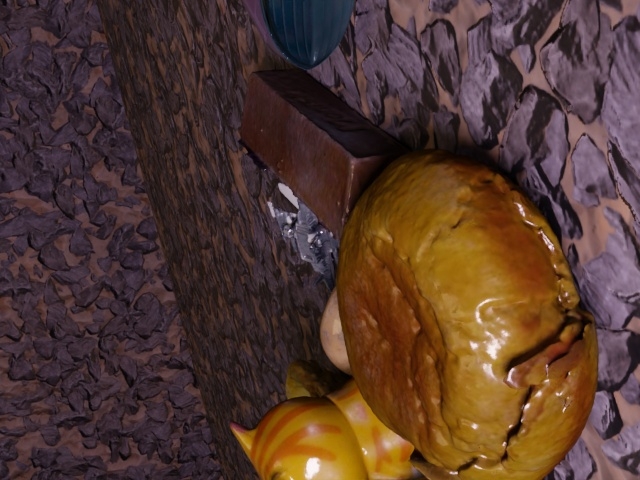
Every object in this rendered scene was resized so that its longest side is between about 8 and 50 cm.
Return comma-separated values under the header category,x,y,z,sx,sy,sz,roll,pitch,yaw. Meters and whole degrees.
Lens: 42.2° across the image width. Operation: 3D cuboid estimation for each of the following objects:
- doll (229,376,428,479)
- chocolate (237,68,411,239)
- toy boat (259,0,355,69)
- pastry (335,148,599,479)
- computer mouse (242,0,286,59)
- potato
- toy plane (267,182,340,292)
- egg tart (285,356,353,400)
category,x,y,z,sx,sy,sz,roll,pitch,yaw
doll,0.045,0.244,1.024,0.167,0.270,0.162,31,140,56
chocolate,-0.003,-0.124,1.060,0.321,0.112,0.111,47,141,49
toy boat,-0.015,-0.315,0.900,0.296,0.114,0.122,91,173,-45
pastry,0.127,0.078,0.818,0.356,0.164,0.355,161,90,-73
computer mouse,-0.072,-0.344,1.102,0.120,0.057,0.232,101,147,-54
potato,0.059,0.120,1.119,0.112,0.112,0.147,36,146,58
toy plane,-0.010,0.004,1.231,0.160,0.082,0.234,18,129,33
egg tart,0.041,0.315,1.318,0.294,0.123,0.293,161,90,-74
